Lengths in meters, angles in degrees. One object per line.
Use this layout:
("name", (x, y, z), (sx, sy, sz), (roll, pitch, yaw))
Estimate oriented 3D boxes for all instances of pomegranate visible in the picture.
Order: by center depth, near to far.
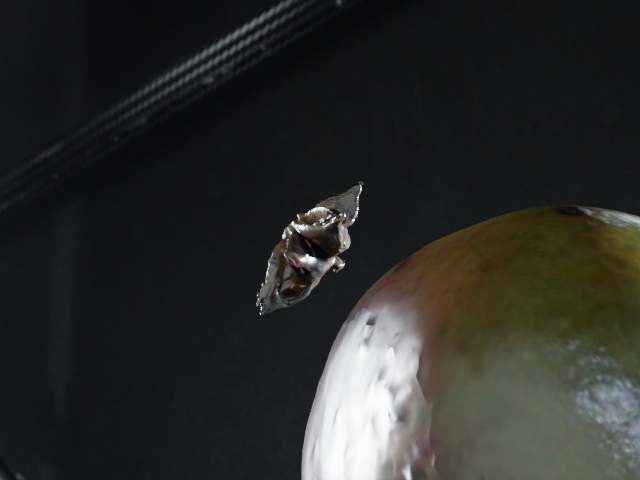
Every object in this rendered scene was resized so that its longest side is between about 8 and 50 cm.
("pomegranate", (0.150, 0.137, 0.552), (0.291, 0.323, 0.290), (-42, -140, 48))

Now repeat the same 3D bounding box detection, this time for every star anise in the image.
("star anise", (0.001, 0.000, 0.885), (0.056, 0.129, 0.124), (40, -68, 2))
